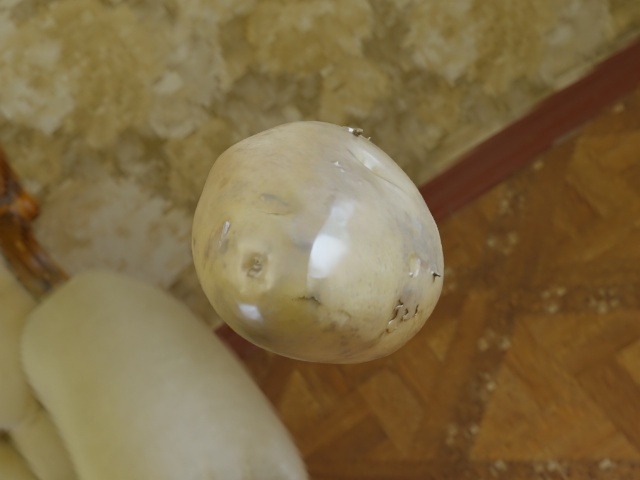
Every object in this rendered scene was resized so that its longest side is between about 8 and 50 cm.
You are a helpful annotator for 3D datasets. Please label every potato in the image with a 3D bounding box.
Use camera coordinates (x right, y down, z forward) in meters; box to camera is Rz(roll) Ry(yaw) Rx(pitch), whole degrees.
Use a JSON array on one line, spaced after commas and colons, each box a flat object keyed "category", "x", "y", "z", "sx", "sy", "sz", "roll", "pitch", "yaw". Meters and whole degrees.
[{"category": "potato", "x": -0.004, "y": -0.003, "z": 0.997, "sx": 0.161, "sy": 0.235, "sz": 0.128, "roll": 38, "pitch": 105, "yaw": 23}]
